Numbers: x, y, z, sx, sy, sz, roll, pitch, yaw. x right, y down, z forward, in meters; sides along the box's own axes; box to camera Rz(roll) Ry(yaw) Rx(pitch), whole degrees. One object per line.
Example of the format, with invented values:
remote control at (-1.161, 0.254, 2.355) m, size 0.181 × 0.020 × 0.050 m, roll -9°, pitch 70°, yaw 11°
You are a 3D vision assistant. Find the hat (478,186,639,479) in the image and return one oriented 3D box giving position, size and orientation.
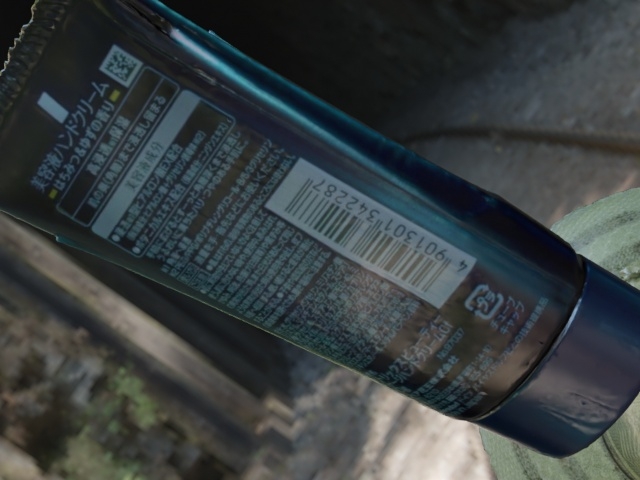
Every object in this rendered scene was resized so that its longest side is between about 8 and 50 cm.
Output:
hat at (0.212, 0.084, 0.829) m, size 0.252 × 0.252 × 0.110 m, roll -55°, pitch -2°, yaw -4°

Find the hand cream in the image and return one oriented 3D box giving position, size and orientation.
hand cream at (0.000, 0.000, 0.577) m, size 0.120 × 0.271 × 0.061 m, roll -51°, pitch 21°, yaw 38°
